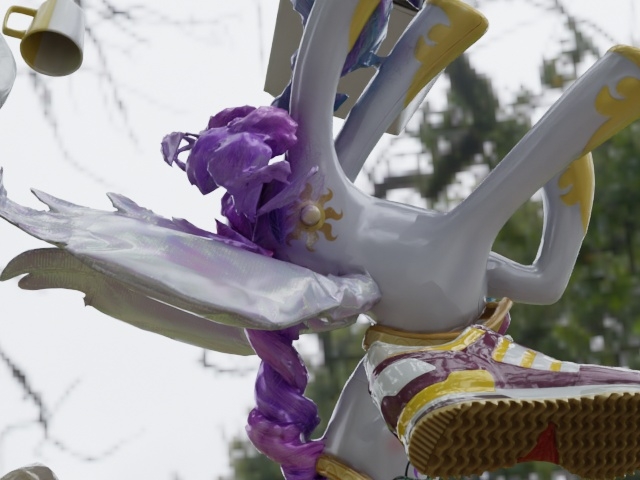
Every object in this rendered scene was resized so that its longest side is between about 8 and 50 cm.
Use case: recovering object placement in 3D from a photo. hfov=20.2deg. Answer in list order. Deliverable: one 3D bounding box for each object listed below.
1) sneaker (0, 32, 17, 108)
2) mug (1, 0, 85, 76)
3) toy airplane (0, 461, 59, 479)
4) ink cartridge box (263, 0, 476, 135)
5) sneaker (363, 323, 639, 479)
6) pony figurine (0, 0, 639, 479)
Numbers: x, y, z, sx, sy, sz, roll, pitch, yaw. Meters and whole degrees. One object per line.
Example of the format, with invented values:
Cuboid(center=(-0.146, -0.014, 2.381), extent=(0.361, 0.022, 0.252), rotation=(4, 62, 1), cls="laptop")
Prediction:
Cuboid(center=(-0.355, -0.129, 1.111), extent=(0.236, 0.323, 0.130), rotation=(-43, -6, 26), cls="sneaker")
Cuboid(center=(-0.262, -0.208, 1.751), extent=(0.062, 0.064, 0.078), rotation=(-26, -51, 33), cls="mug")
Cuboid(center=(-0.327, 0.313, 1.176), extent=(0.384, 0.386, 0.272), rotation=(4, -8, 42), cls="toy airplane")
Cuboid(center=(0.088, -0.354, 1.910), extent=(0.166, 0.285, 0.395), rotation=(20, -55, 11), cls="ink cartridge box")
Cuboid(center=(0.113, 0.080, 0.968), extent=(0.185, 0.084, 0.069), rotation=(6, -56, -32), cls="sneaker")
Cuboid(center=(0.000, 0.000, 1.087), extent=(0.351, 0.363, 0.303), rotation=(27, -7, 0), cls="pony figurine")
